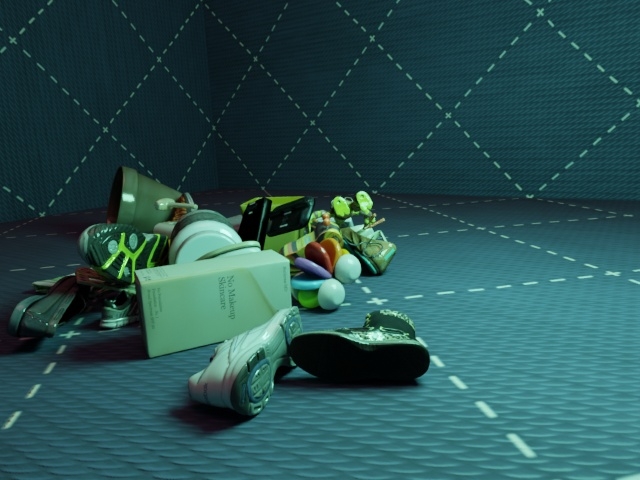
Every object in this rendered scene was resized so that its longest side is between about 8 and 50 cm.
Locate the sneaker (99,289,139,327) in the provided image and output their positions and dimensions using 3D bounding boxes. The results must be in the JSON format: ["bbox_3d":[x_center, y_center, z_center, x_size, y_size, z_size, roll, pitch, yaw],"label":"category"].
[{"bbox_3d":[-0.444,0.151,1.168,0.063,0.075,0.170,8,16,39],"label":"sneaker"}]

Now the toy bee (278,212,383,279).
[{"bbox_3d":[0.000,0.000,1.391,0.298,0.162,0.195,-30,37,-11],"label":"toy bee"}]

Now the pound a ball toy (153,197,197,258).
[{"bbox_3d":[-0.490,-0.032,1.711,0.319,0.208,0.135,10,17,42],"label":"pound a ball toy"}]

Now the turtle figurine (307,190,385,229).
[{"bbox_3d":[0.085,-0.090,1.466,0.269,0.087,0.217,1,-10,-10],"label":"turtle figurine"}]

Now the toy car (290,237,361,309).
[{"bbox_3d":[-0.005,0.074,1.201,0.159,0.136,0.182,13,61,47],"label":"toy car"}]

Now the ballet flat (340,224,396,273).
[{"bbox_3d":[0.138,0.008,1.565,0.124,0.116,0.342,-39,22,-9],"label":"ballet flat"}]

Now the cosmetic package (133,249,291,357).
[{"bbox_3d":[-0.224,0.126,1.049,0.309,0.160,0.113,-9,15,-25],"label":"cosmetic package"}]

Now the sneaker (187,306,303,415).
[{"bbox_3d":[-0.117,0.191,0.858,0.129,0.111,0.297,-4,10,22],"label":"sneaker"}]

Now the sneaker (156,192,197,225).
[{"bbox_3d":[-0.582,-0.084,1.990,0.180,0.125,0.321,-25,33,-11],"label":"sneaker"}]

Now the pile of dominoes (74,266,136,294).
[{"bbox_3d":[-0.509,0.098,1.292,0.251,0.040,0.196,17,0,-32],"label":"pile of dominoes"}]

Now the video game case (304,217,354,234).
[{"bbox_3d":[0.039,-0.024,1.726,0.173,0.022,0.190,1,-30,15],"label":"video game case"}]

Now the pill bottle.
[{"bbox_3d":[-0.323,0.032,1.390,0.204,0.204,0.361,-6,12,-15],"label":"pill bottle"}]

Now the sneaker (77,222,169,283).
[{"bbox_3d":[-0.518,0.035,1.249,0.147,0.145,0.385,3,-7,3],"label":"sneaker"}]

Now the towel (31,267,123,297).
[{"bbox_3d":[-0.669,0.106,1.516,0.247,0.038,0.325,1,13,21],"label":"towel"}]

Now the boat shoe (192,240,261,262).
[{"bbox_3d":[-0.269,0.099,1.153,0.302,0.103,0.113,-24,-18,0],"label":"boat shoe"}]

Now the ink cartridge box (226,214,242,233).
[{"bbox_3d":[-0.323,-0.054,2.106,0.324,0.072,0.330,3,12,33],"label":"ink cartridge box"}]

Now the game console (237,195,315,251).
[{"bbox_3d":[-0.148,-0.043,1.515,0.044,0.213,0.361,24,-24,-36],"label":"game console"}]

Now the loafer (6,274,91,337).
[{"bbox_3d":[-0.596,0.160,1.136,0.095,0.109,0.302,18,8,-4],"label":"loafer"}]

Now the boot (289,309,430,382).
[{"bbox_3d":[0.072,0.185,0.899,0.236,0.085,0.178,2,10,6],"label":"boot"}]

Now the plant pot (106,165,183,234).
[{"bbox_3d":[-0.756,-0.139,2.144,0.280,0.323,0.323,10,4,-30],"label":"plant pot"}]

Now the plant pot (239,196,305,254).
[{"bbox_3d":[-0.158,-0.053,1.789,0.212,0.187,0.212,0,12,8],"label":"plant pot"}]
